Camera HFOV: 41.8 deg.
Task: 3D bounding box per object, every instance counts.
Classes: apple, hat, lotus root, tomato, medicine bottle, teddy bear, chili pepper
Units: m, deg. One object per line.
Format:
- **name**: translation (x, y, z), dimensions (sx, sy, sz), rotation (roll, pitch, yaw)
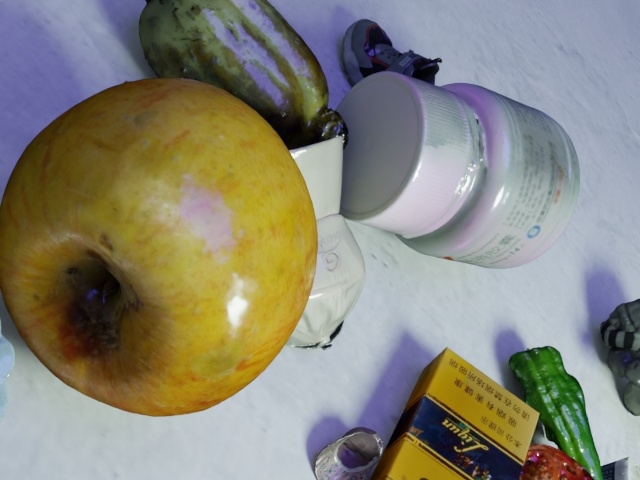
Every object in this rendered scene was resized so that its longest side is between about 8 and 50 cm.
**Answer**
- **apple**: translation (-0.139, -0.001, 0.778), dimensions (0.299, 0.299, 0.275), rotation (56, 29, 1)
- **hat**: translation (0.000, 0.000, 0.971), dimensions (0.164, 0.226, 0.220), rotation (45, 42, 20)
- **lotus root**: translation (-0.093, -0.210, 1.044), dimensions (0.309, 0.173, 0.173), rotation (47, 43, -9)
- **tomato**: translation (0.295, 0.358, 1.076), dimensions (0.166, 0.082, 0.174), rotation (25, 41, 18)
- **medicine bottle**: translation (0.176, -0.096, 1.146), dimensions (0.302, 0.241, 0.241), rotation (12, 58, -37)
- **teddy bear**: translation (0.533, 0.205, 1.359), dimensions (0.171, 0.144, 0.250), rotation (27, 41, -23)
- **hat**: translation (0.031, 0.248, 0.960), dimensions (0.087, 0.042, 0.058), rotation (-40, 91, -13)
- **chili pepper**: translation (0.343, 0.265, 1.178), dimensions (0.099, 0.084, 0.253), rotation (65, 8, -69)

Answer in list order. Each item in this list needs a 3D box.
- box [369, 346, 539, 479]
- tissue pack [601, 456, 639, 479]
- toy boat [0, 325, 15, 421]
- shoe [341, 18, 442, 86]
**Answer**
- **box**: translation (0.163, 0.263, 1.021), dimensions (0.152, 0.070, 0.237), rotation (37, 42, 0)
- **tissue pack**: translation (0.419, 0.352, 1.202), dimensions (0.042, 0.083, 0.062), rotation (38, 45, -17)
- **toy boat**: translation (-0.374, 0.128, 0.622), dimensions (0.199, 0.100, 0.290), rotation (53, 42, -2)
- **shoe**: translation (0.120, -0.255, 1.282), dimensions (0.099, 0.125, 0.227), rotation (-15, 77, -43)
